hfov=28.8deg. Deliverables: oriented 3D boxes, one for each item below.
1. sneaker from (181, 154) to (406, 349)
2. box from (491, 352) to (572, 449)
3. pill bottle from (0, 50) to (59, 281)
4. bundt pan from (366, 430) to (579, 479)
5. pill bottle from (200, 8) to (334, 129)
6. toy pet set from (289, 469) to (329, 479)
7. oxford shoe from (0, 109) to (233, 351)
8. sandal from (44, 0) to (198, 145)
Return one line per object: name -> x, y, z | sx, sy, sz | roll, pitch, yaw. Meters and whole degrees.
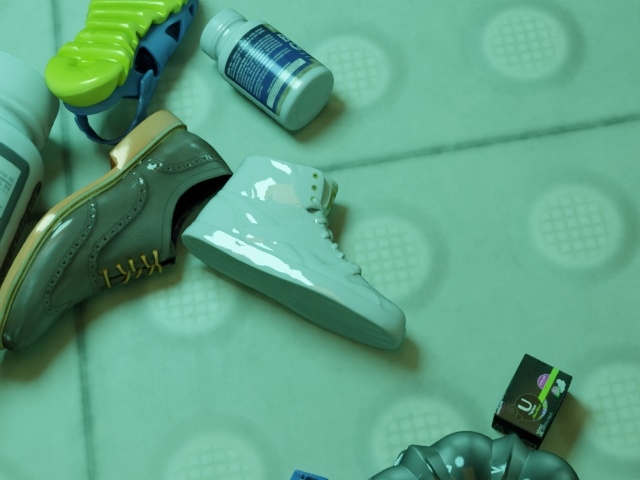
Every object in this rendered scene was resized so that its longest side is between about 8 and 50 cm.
sneaker -> 0.000, 0.000, 1.495 | 0.292, 0.108, 0.169 | 28, 66, 11
box -> 0.240, 0.183, 1.420 | 0.062, 0.052, 0.083 | 26, 70, 14
pill bottle -> -0.453, -0.043, 1.488 | 0.204, 0.204, 0.361 | 13, 65, 10
bundt pan -> 0.167, 0.345, 1.308 | 0.330, 0.124, 0.331 | -2, 64, 4
pill bottle -> -0.073, -0.226, 1.614 | 0.169, 0.094, 0.094 | 39, 72, 19
toy pet set -> -0.036, 0.313, 1.384 | 0.122, 0.065, 0.114 | 31, 104, 20
oxford shoe -> -0.250, 0.004, 1.499 | 0.132, 0.130, 0.364 | 36, 72, 10
sandal -> -0.249, -0.237, 1.617 | 0.126, 0.138, 0.317 | 9, 44, 21
